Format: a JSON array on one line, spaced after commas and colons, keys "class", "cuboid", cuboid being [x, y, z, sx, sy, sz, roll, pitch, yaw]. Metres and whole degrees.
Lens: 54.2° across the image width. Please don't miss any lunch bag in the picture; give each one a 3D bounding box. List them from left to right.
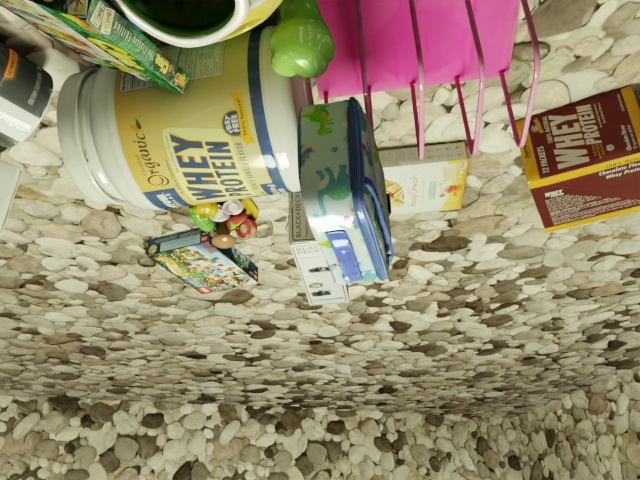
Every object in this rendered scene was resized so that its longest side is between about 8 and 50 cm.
[{"class": "lunch bag", "cuboid": [0.035, -0.051, 0.777, 0.090, 0.176, 0.219, -7, 149, 11]}]

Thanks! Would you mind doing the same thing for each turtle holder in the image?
[{"class": "turtle holder", "cuboid": [-0.125, -0.300, 0.632, 0.244, 0.227, 0.320, -6, 150, 7]}]

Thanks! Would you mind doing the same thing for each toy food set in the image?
[{"class": "toy food set", "cuboid": [-0.193, -0.035, 1.277, 0.128, 0.071, 0.218, -11, 150, 16]}]

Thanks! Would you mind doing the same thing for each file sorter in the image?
[{"class": "file sorter", "cuboid": [0.128, -0.221, 0.842, 0.291, 0.182, 0.202, -6, 151, 7]}]

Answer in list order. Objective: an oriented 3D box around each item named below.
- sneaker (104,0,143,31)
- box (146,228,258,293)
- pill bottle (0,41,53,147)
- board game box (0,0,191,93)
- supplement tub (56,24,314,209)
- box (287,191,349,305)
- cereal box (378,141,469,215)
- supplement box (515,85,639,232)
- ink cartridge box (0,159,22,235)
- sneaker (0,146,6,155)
[{"class": "sneaker", "cuboid": [-0.326, -0.298, 0.675, 0.128, 0.182, 0.316, -23, 145, 35]}, {"class": "box", "cuboid": [-0.268, 0.052, 1.458, 0.159, 0.044, 0.233, -13, 149, 19]}, {"class": "pill bottle", "cuboid": [-0.500, -0.235, 0.832, 0.131, 0.130, 0.246, -20, 147, 30]}, {"class": "board game box", "cuboid": [-0.235, -0.212, 0.638, 0.136, 0.030, 0.260, 18, -179, 6]}, {"class": "supplement tub", "cuboid": [-0.175, -0.164, 0.882, 0.317, 0.228, 0.228, -7, 151, 9]}, {"class": "box", "cuboid": [0.000, 0.000, 1.254, 0.087, 0.169, 0.290, -5, 150, 5]}, {"class": "cereal box", "cuboid": [0.151, -0.108, 1.185, 0.240, 0.047, 0.173, -6, 152, 4]}, {"class": "supplement box", "cuboid": [0.459, -0.131, 1.081, 0.192, 0.129, 0.194, -15, 149, 23]}, {"class": "ink cartridge box", "cuboid": [-0.668, -0.078, 1.036, 0.223, 0.128, 0.308, 24, 158, -38]}, {"class": "sneaker", "cuboid": [-0.576, -0.198, 0.976, 0.086, 0.064, 0.192, -34, 137, 28]}]
